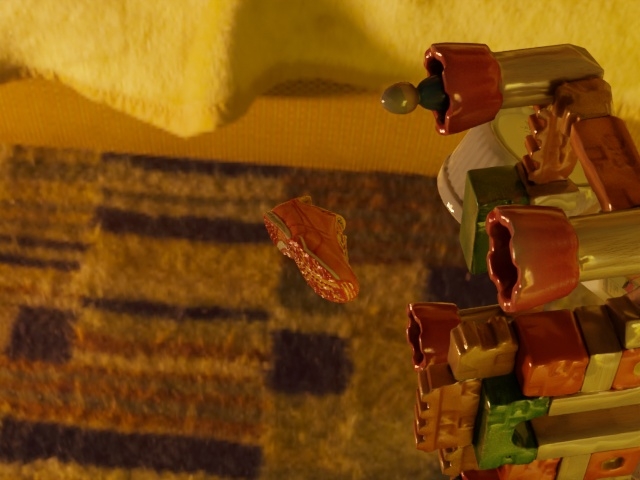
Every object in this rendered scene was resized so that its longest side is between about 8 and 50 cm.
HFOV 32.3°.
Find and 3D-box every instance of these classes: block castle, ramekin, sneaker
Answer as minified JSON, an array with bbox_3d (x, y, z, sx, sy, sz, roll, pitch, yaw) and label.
[{"bbox_3d":[0.171,0.062,1.070,0.213,0.453,0.303,-8,48,-7],"label":"block castle"},{"bbox_3d":[0.261,-0.079,1.388,0.207,0.109,0.207,16,38,-13],"label":"ramekin"},{"bbox_3d":[0.000,0.000,1.048,0.067,0.064,0.175,-27,35,-8],"label":"sneaker"}]

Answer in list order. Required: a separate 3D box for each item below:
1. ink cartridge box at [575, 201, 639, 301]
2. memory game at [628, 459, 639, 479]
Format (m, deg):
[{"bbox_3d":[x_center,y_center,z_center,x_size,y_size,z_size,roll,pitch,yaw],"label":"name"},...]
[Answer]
[{"bbox_3d":[0.375,0.032,1.245,0.115,0.067,0.198,-29,48,-20],"label":"ink cartridge box"},{"bbox_3d":[0.387,0.247,1.502,0.012,0.186,0.186,3,44,-49],"label":"memory game"}]
